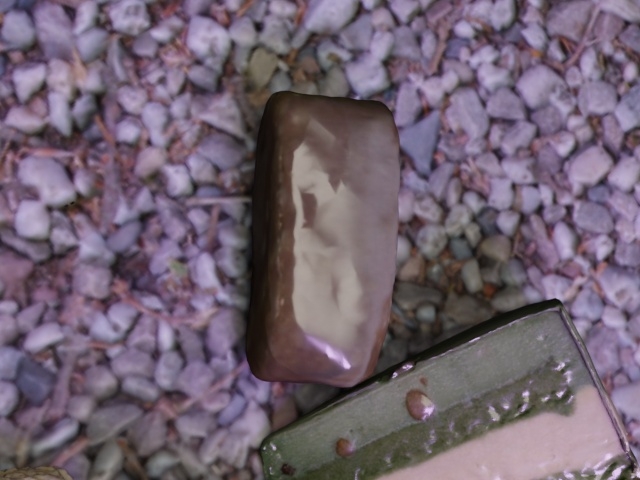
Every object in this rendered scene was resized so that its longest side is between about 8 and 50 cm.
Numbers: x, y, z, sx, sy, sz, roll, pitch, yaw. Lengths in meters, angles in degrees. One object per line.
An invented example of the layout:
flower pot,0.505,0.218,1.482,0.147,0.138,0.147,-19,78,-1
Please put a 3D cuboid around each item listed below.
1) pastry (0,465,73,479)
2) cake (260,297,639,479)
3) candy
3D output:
pastry,-0.231,0.283,0.772,0.121,0.089,0.258,-1,85,-20
cake,0.108,0.168,0.920,0.283,0.172,0.158,-25,86,14
candy,0.000,0.000,0.875,0.104,0.102,0.234,4,81,-18
